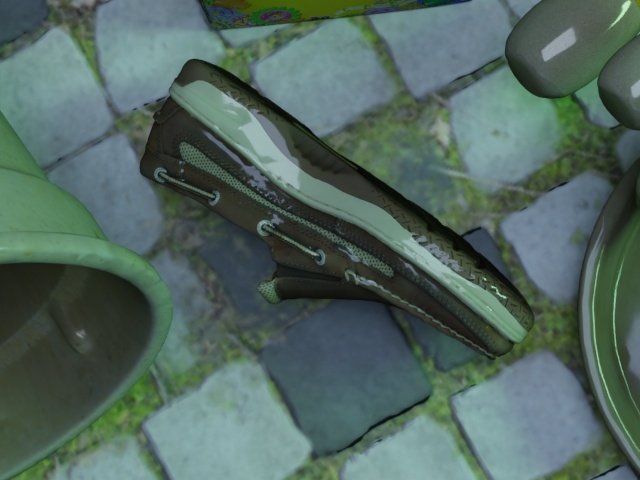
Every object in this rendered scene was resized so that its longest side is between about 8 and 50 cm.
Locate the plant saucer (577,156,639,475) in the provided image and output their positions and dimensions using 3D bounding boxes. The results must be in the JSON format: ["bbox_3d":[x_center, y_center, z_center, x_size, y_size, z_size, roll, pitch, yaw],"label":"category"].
[{"bbox_3d":[0.289,0.048,0.659,0.277,0.041,0.278,0,82,3],"label":"plant saucer"}]

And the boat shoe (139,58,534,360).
[{"bbox_3d":[0.002,0.000,0.667,0.257,0.095,0.095,37,99,14],"label":"boat shoe"}]

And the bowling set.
[{"bbox_3d":[0.242,-0.072,0.567,0.154,0.200,0.287,-40,85,-4],"label":"bowling set"}]

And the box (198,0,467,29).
[{"bbox_3d":[-0.008,-0.300,0.603,0.177,0.290,0.279,-6,82,3],"label":"box"}]

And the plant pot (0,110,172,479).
[{"bbox_3d":[-0.292,-0.024,0.587,0.333,0.334,0.305,-29,70,-1],"label":"plant pot"}]
